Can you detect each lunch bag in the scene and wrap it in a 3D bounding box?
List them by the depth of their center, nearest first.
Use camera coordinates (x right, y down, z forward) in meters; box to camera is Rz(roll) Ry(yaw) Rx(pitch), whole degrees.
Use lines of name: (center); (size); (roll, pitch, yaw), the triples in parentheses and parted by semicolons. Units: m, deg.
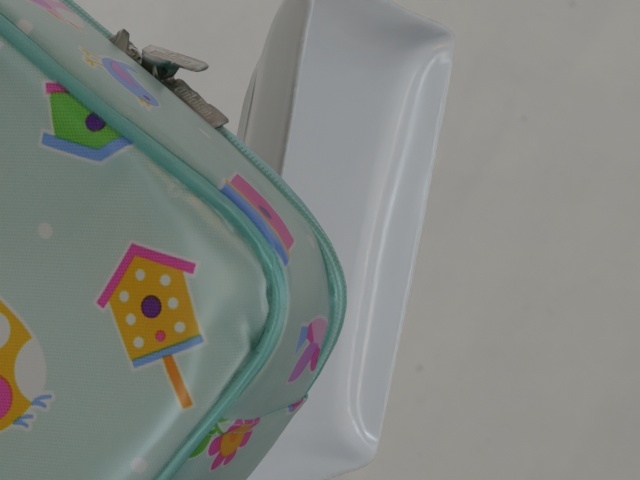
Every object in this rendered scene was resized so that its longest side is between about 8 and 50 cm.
lunch bag: (-0.139, 0.040, 0.610); (0.279, 0.224, 0.108); (-52, 167, 13)

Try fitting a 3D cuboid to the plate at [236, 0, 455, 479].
plate: (0.000, 0.000, 0.980); (0.278, 0.045, 0.277); (2, 99, -71)
